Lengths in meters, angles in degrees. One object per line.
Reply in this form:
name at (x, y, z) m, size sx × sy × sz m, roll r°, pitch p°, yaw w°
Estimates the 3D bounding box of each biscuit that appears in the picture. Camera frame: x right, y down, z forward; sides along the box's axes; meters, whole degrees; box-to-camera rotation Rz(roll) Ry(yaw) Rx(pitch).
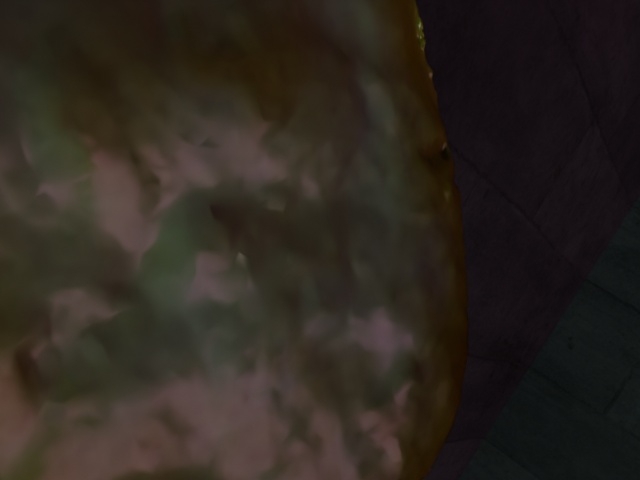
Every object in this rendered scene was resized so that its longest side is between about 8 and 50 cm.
biscuit at (-0.078, 0.030, 0.500) m, size 0.429 × 0.104 × 0.446 m, roll -29°, pitch 110°, yaw -32°
